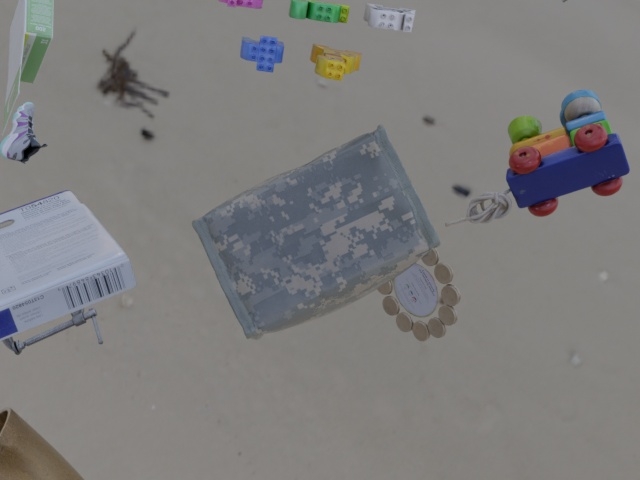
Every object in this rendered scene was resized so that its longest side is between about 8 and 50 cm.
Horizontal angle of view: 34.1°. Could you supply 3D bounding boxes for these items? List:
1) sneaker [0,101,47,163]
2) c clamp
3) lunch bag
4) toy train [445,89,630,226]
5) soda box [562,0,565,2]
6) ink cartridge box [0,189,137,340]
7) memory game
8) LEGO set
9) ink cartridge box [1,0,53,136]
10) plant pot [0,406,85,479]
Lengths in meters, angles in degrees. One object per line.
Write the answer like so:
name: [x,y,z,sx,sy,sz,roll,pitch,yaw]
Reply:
sneaker: [-0.457,-0.166,1.643,0.069,0.038,0.098,20,84,20]
c clamp: [-0.411,0.124,1.572,0.160,0.022,0.137,-20,50,3]
lunch bag: [0.000,0.000,1.217,0.235,0.287,0.169,-26,84,-1]
toy train: [0.276,-0.111,1.405,0.248,0.105,0.143,-18,42,17]
soda box: [0.380,-0.418,1.614,0.053,0.060,0.169,61,18,7]
ink cartridge box: [-0.337,0.033,1.127,0.223,0.045,0.224,-22,30,-19]
memory game: [0.164,0.082,1.778,0.012,0.186,0.186,-20,63,-41]
LEGO set: [-0.008,-0.216,1.116,0.227,0.087,0.093,6,20,-7]
ink cartridge box: [-0.511,-0.318,1.822,0.056,0.171,0.235,5,67,-25]
plant pot: [-0.346,0.369,1.265,0.254,0.237,0.237,38,48,-16]
